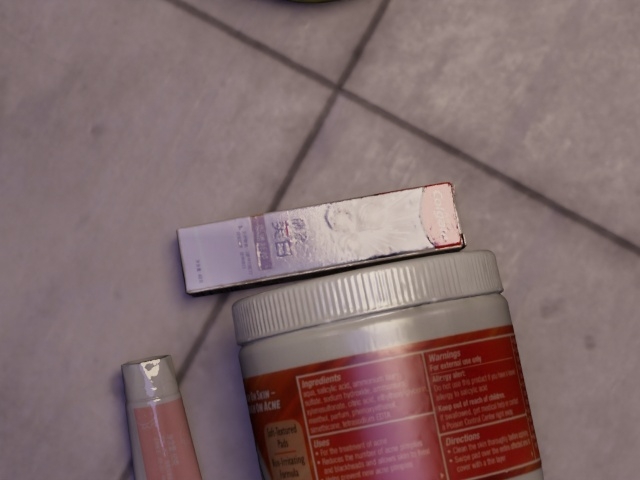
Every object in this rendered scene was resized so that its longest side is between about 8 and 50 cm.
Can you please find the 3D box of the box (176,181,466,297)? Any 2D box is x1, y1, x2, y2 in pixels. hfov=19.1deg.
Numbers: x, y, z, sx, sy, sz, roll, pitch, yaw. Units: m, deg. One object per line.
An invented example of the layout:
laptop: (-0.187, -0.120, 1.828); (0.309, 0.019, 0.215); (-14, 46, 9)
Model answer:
box: (0.000, 0.000, 1.466); (0.218, 0.039, 0.055); (-11, 85, 0)

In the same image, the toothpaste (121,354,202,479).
toothpaste: (-0.115, 0.187, 1.459); (0.067, 0.043, 0.194); (-10, 92, -2)

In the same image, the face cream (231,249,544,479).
face cream: (0.048, 0.117, 1.377); (0.201, 0.201, 0.187); (-12, 86, 1)

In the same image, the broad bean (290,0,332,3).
broad bean: (-0.044, -0.293, 1.461); (0.189, 0.121, 0.263); (-34, 71, 4)
